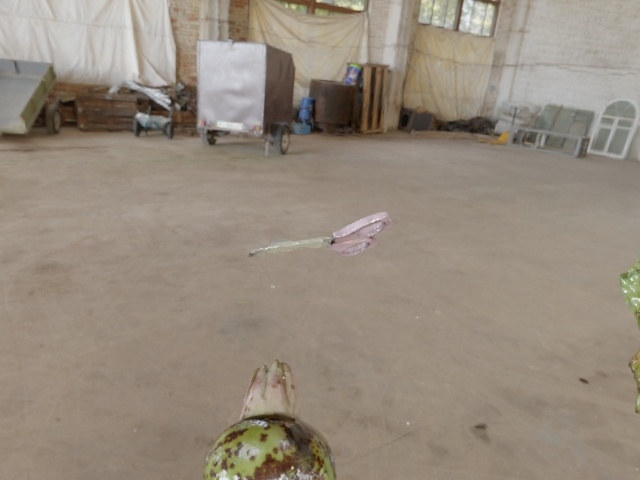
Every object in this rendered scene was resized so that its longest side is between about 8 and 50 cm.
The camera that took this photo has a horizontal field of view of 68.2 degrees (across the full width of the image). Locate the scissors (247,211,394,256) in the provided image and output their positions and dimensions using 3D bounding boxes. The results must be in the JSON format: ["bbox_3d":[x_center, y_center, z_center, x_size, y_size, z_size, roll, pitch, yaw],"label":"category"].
[{"bbox_3d":[0.000,0.001,0.641,0.212,0.110,0.021,-7,62,-27],"label":"scissors"}]

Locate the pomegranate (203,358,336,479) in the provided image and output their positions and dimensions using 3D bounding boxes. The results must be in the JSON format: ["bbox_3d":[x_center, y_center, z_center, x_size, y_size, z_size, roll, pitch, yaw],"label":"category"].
[{"bbox_3d":[-0.056,0.209,0.460,0.126,0.138,0.163,-29,59,-4],"label":"pomegranate"}]

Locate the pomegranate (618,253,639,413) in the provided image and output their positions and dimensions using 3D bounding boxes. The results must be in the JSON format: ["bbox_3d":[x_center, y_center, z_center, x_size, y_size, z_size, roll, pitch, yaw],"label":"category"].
[{"bbox_3d":[0.492,0.088,0.568,0.261,0.340,0.260,23,13,-6],"label":"pomegranate"}]
